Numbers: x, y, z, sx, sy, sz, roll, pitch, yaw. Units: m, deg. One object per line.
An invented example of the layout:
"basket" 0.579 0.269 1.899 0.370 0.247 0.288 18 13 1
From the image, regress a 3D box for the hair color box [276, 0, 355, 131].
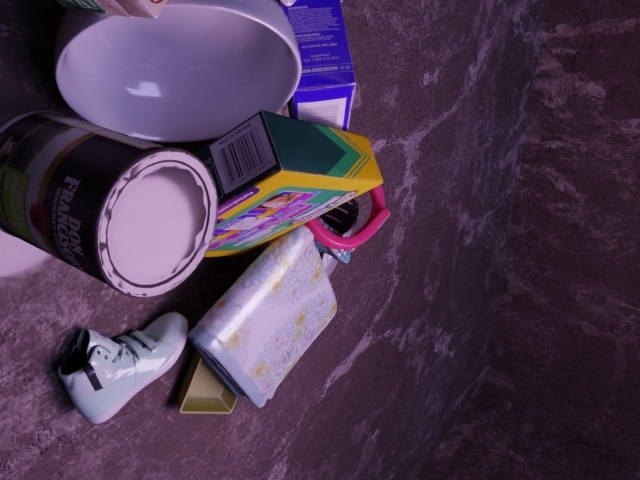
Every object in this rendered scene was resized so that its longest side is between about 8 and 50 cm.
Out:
"hair color box" -0.019 -0.361 1.123 0.185 0.110 0.338 97 -16 -70

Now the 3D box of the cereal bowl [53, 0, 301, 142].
"cereal bowl" -0.203 -0.282 0.924 0.339 0.339 0.141 27 49 -58

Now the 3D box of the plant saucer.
"plant saucer" -0.234 0.289 1.422 0.188 0.045 0.188 27 84 -59

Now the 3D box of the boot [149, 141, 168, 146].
"boot" -0.302 -0.158 1.071 0.099 0.045 0.121 -8 107 -51

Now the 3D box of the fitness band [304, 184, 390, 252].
"fitness band" 0.054 -0.093 1.532 0.054 0.209 0.291 -37 -175 48

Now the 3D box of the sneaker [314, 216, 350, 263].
"sneaker" 0.000 0.000 1.534 0.076 0.166 0.065 -44 -178 40

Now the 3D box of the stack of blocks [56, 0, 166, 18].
"stack of blocks" -0.315 -0.345 0.709 0.171 0.297 0.087 40 71 -57

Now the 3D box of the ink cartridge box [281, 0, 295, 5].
"ink cartridge box" -0.090 -0.440 0.891 0.100 0.237 0.172 -43 120 9

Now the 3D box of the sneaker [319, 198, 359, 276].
"sneaker" 0.013 0.012 1.614 0.271 0.100 0.108 -60 157 -5

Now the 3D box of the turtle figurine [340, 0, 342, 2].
"turtle figurine" 0.028 -0.646 1.260 0.198 0.275 0.266 -7 94 -32

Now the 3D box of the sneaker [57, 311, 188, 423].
"sneaker" -0.348 0.190 1.148 0.256 0.094 0.151 -48 139 -34

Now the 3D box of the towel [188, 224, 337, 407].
"towel" -0.106 0.171 1.386 0.320 0.090 0.374 -51 152 -20

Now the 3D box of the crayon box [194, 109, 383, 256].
"crayon box" -0.122 -0.078 1.116 0.313 0.363 0.106 -3 71 -57

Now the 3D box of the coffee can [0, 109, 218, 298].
"coffee can" -0.311 -0.058 0.893 0.201 0.275 0.201 -32 132 -45
